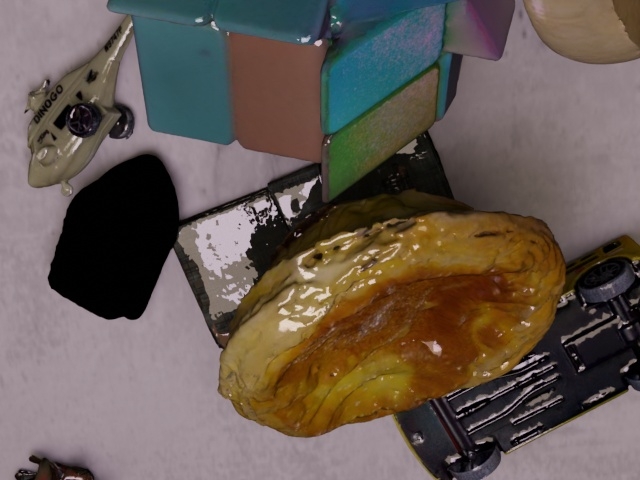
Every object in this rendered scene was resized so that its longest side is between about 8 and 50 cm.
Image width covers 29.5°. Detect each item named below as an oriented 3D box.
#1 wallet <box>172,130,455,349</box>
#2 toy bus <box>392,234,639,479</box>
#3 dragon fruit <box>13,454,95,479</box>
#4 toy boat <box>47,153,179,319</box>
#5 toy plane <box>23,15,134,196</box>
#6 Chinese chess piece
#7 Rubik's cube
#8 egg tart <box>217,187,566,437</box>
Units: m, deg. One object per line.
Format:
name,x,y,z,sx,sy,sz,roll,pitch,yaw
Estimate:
wallet,0.000,0.000,1.373,0.317,0.044,0.169,-21,105,6
toy bus,0.238,0.132,1.359,0.331,0.151,0.145,-29,106,8
dragon fruit,-0.313,0.334,1.449,0.130,0.121,0.142,21,83,-13
toy boat,-0.226,-0.007,1.346,0.116,0.061,0.188,28,108,15
toy plane,-0.241,-0.175,1.304,0.108,0.092,0.286,41,107,14
Chinese chess piece,0.279,-0.295,1.173,0.103,0.250,0.249,5,112,36
Rubik's cube,-0.002,-0.245,1.118,0.358,0.368,0.387,11,109,11
egg tart,0.059,0.058,1.157,0.352,0.150,0.352,-16,148,-10
